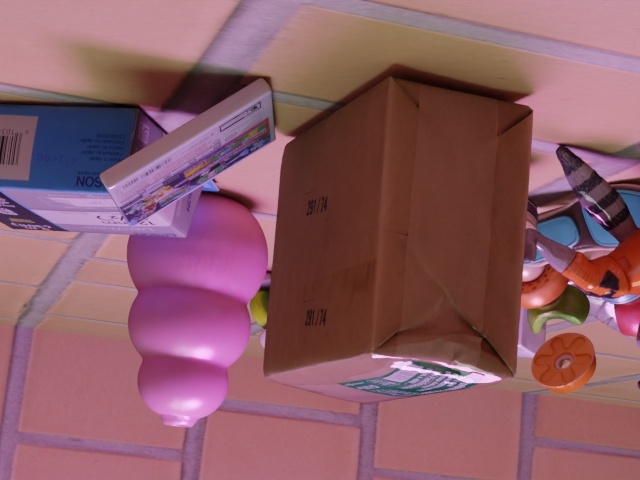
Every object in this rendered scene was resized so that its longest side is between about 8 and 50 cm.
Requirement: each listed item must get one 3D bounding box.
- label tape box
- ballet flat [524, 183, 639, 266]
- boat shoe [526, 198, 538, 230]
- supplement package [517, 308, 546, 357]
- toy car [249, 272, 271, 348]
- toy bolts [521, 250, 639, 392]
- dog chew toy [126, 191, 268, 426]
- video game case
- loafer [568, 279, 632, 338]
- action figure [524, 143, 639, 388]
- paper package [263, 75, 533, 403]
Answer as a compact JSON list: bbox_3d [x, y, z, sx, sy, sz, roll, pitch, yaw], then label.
[{"bbox_3d":[-0.298,-0.070,1.707,0.249,0.115,0.347,3,166,13],"label":"label tape box"},{"bbox_3d":[0.354,-0.025,1.723,0.086,0.086,0.248,17,158,-42],"label":"ballet flat"},{"bbox_3d":[0.158,-0.042,1.685,0.103,0.092,0.285,38,153,-32],"label":"boat shoe"},{"bbox_3d":[0.252,0.122,2.286,0.244,0.139,0.134,1,166,27],"label":"supplement package"},{"bbox_3d":[-0.042,0.124,2.457,0.182,0.159,0.136,17,133,-41],"label":"toy car"},{"bbox_3d":[0.385,0.090,1.988,0.228,0.218,0.158,-17,131,26],"label":"toy bolts"},{"bbox_3d":[-0.187,0.102,1.927,0.207,0.331,0.206,6,167,1],"label":"dog chew toy"},{"bbox_3d":[-0.140,-0.094,1.470,0.201,0.023,0.183,-32,170,-7],"label":"video game case"},{"bbox_3d":[0.490,0.101,2.141,0.319,0.111,0.112,4,168,9],"label":"loafer"},{"bbox_3d":[0.429,-0.008,1.555,0.330,0.341,0.178,35,-166,-37],"label":"action figure"},{"bbox_3d":[0.074,0.012,1.453,0.168,0.309,0.325,10,166,-21],"label":"paper package"}]
